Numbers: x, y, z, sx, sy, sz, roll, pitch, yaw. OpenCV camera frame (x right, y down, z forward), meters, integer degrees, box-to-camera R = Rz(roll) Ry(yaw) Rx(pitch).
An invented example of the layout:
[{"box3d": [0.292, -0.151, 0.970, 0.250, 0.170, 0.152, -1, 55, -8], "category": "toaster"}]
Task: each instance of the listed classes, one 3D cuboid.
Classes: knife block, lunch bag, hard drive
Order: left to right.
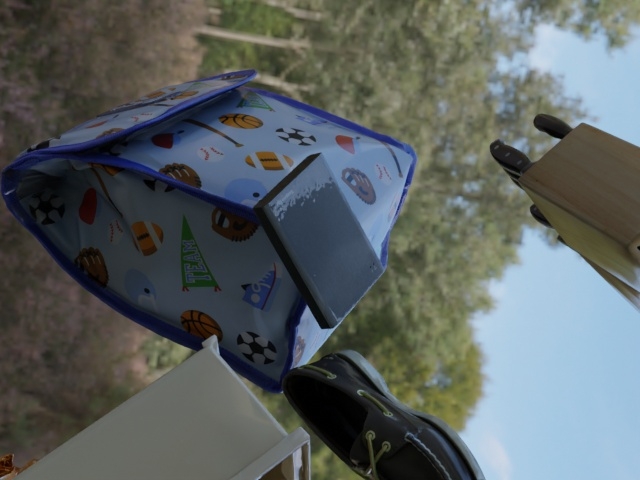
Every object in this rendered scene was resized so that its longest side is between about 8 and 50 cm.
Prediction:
[{"box3d": [-0.125, -0.054, 1.312, 0.328, 0.385, 0.239, -41, 151, -58], "category": "lunch bag"}, {"box3d": [0.000, 0.000, 1.037, 0.022, 0.135, 0.094, -8, -151, 45], "category": "hard drive"}, {"box3d": [0.248, -0.054, 1.057, 0.088, 0.242, 0.276, -43, 159, 1], "category": "knife block"}]

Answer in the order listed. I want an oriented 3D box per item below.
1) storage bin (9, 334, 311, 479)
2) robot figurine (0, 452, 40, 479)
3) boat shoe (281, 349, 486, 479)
[{"box3d": [-0.147, 0.246, 0.928, 0.123, 0.262, 0.260, 46, -22, 25], "category": "storage bin"}, {"box3d": [-0.533, 0.400, 1.592, 0.211, 0.291, 0.085, -7, -77, 52], "category": "robot figurine"}, {"box3d": [0.050, 0.172, 0.959, 0.228, 0.069, 0.081, 37, -54, 46], "category": "boat shoe"}]
